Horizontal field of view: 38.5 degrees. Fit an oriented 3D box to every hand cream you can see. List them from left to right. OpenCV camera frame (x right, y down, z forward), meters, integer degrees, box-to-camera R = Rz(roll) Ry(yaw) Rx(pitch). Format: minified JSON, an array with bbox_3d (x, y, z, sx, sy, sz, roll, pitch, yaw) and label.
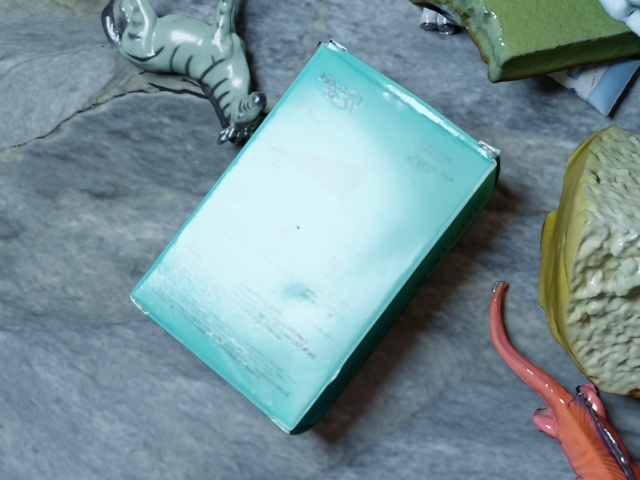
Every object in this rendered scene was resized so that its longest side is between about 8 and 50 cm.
[{"bbox_3d":[0.221,-0.189,0.895,0.170,0.043,0.065,33,90,11],"label":"hand cream"}]

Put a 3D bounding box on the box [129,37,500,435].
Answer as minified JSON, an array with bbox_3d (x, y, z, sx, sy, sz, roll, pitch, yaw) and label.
[{"bbox_3d":[0.000,0.000,0.866,0.205,0.118,0.311,36,90,12],"label":"box"}]

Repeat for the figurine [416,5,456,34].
[{"bbox_3d":[0.132,-0.275,0.920,0.072,0.054,0.129,7,84,8],"label":"figurine"}]

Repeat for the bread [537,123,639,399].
[{"bbox_3d":[0.292,0.030,0.825,0.183,0.224,0.211,10,124,7],"label":"bread"}]

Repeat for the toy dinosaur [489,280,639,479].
[{"bbox_3d":[0.220,0.152,0.785,0.070,0.139,0.286,-30,76,4],"label":"toy dinosaur"}]

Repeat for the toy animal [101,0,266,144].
[{"bbox_3d":[-0.137,-0.199,0.955,0.216,0.073,0.176,15,98,17],"label":"toy animal"}]

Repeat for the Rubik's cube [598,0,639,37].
[{"bbox_3d":[0.380,-0.309,0.637,0.352,0.352,0.347,11,41,-20],"label":"Rubik's cube"}]

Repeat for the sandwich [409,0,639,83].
[{"bbox_3d":[0.231,-0.216,0.853,0.245,0.063,0.212,37,69,12],"label":"sandwich"}]
